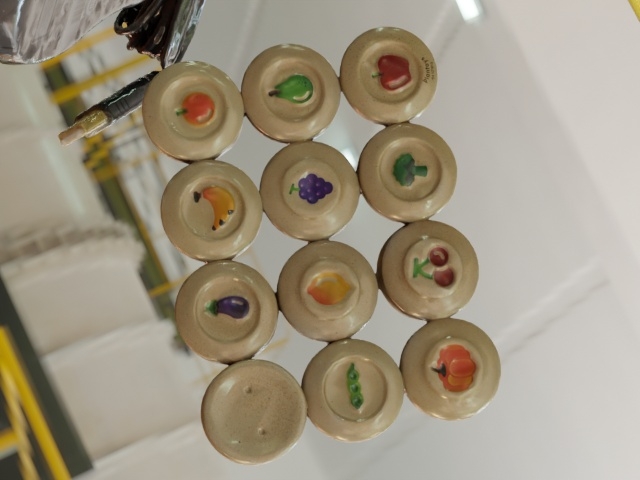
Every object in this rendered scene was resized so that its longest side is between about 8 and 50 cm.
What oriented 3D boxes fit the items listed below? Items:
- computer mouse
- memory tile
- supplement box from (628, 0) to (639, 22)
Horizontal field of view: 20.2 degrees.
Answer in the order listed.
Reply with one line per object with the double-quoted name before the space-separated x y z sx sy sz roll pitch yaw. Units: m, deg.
"computer mouse" -0.109 -0.117 0.801 0.060 0.262 0.184 26 -60 8
"memory tile" 0.000 0.000 0.642 0.012 0.113 0.148 136 -57 -77
"supplement box" 0.220 -0.173 0.668 0.194 0.195 0.356 17 -17 37
